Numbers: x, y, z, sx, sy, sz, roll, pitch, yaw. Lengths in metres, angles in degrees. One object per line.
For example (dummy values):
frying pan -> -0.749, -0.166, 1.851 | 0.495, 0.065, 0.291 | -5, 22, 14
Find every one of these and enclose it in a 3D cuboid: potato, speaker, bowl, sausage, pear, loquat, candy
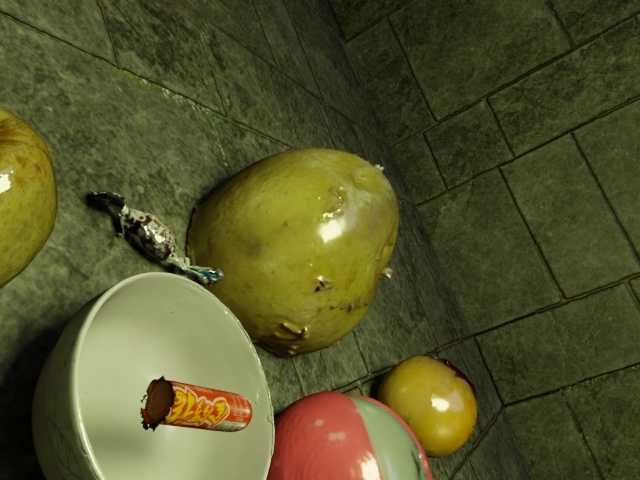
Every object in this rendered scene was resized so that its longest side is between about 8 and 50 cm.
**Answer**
potato -> 0.000, 0.000, 0.999 | 0.385, 0.320, 0.442 | 58, 26, -10
speaker -> 0.028, 0.382, 0.814 | 0.294, 0.294, 0.294 | 47, 28, -34
bowl -> -0.193, 0.192, 0.587 | 0.287, 0.144, 0.286 | 46, 28, -34
sausage -> -0.115, 0.175, 0.534 | 0.145, 0.048, 0.050 | 36, 40, -52
pear -> -0.334, -0.036, 0.446 | 0.188, 0.211, 0.228 | 54, 23, -16
loquat -> 0.245, 0.380, 1.207 | 0.235, 0.235, 0.235 | 47, 28, -34
candy -> -0.241, -0.002, 0.779 | 0.226, 0.094, 0.051 | 44, 47, -27
